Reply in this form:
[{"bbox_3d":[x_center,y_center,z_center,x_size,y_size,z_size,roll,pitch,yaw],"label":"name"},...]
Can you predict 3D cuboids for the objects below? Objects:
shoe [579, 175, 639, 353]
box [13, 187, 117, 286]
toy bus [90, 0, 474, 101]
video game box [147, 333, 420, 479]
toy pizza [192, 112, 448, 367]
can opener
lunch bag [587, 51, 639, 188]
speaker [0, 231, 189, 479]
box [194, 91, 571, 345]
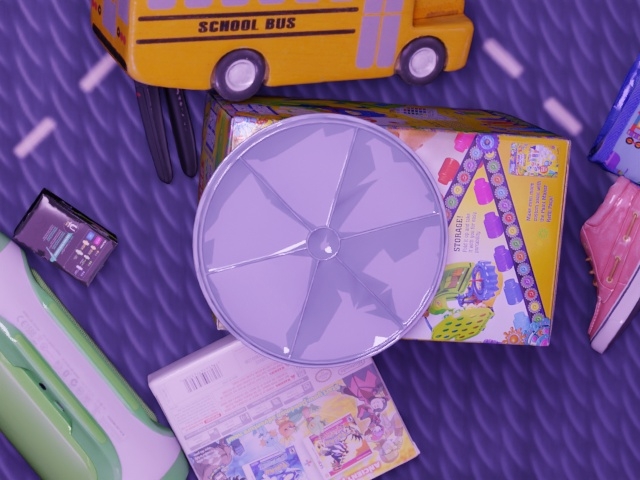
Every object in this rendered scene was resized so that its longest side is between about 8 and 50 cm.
[{"bbox_3d":[0.285,0.023,1.626,0.081,0.063,0.178,34,125,16],"label":"shoe"},{"bbox_3d":[-0.236,-0.003,1.555,0.083,0.062,0.052,34,92,-12],"label":"box"},{"bbox_3d":[-0.028,-0.206,1.467,0.333,0.108,0.130,-7,120,-25],"label":"toy bus"},{"bbox_3d":[-0.035,0.169,1.618,0.205,0.048,0.187,-26,99,-3],"label":"video game box"},{"bbox_3d":[0.000,0.000,1.309,0.201,0.032,0.201,-1,99,-8],"label":"toy pizza"},{"bbox_3d":[-0.148,-0.142,1.550,0.059,0.073,0.186,-7,109,-13],"label":"can opener"},{"bbox_3d":[0.407,-0.130,1.586,0.221,0.138,0.293,26,107,-1],"label":"lunch bag"},{"bbox_3d":[-0.253,0.132,1.541,0.131,0.131,0.296,-38,102,-1],"label":"speaker"},{"bbox_3d":[0.040,-0.029,1.474,0.279,0.290,0.177,4,99,-8],"label":"box"}]
